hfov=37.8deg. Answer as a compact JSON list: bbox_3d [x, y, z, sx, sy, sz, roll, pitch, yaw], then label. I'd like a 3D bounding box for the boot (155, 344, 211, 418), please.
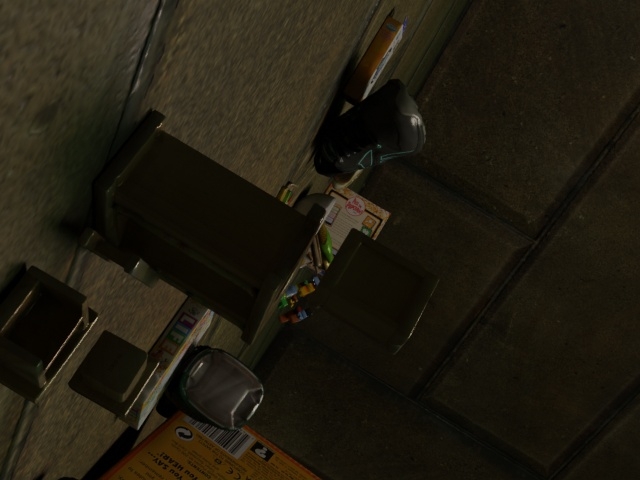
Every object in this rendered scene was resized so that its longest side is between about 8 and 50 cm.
[{"bbox_3d":[-0.181,0.189,1.312,0.099,0.045,0.121,-59,173,20],"label":"boot"}]

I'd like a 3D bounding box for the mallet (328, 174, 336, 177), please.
[{"bbox_3d":[0.032,-0.154,1.533,0.062,0.039,0.189,-59,-179,21],"label":"mallet"}]

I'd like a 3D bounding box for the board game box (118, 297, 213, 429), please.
[{"bbox_3d":[-0.168,0.128,1.038,0.154,0.026,0.103,-57,177,-29],"label":"board game box"}]

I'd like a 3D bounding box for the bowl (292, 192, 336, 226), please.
[{"bbox_3d":[-0.033,-0.021,1.585,0.142,0.053,0.142,-59,176,12],"label":"bowl"}]

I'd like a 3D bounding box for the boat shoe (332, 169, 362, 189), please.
[{"bbox_3d":[0.065,-0.156,1.966,0.135,0.050,0.045,-45,173,-34],"label":"boat shoe"}]

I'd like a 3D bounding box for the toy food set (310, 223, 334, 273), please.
[{"bbox_3d":[0.000,0.000,1.846,0.192,0.038,0.132,106,-27,-84],"label":"toy food set"}]

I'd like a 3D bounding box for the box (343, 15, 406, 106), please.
[{"bbox_3d":[0.077,-0.252,1.300,0.136,0.028,0.081,-61,177,1],"label":"box"}]

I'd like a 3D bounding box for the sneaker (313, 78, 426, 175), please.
[{"bbox_3d":[0.063,-0.137,1.277,0.106,0.101,0.267,-25,176,-15],"label":"sneaker"}]

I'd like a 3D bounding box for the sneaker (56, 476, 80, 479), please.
[{"bbox_3d":[-0.262,0.331,0.836,0.286,0.109,0.130,-58,-176,26],"label":"sneaker"}]

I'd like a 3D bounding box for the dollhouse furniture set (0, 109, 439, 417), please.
[{"bbox_3d":[-0.061,0.054,0.514,0.161,0.182,0.101,-58,177,-27],"label":"dollhouse furniture set"}]

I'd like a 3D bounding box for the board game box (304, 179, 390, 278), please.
[{"bbox_3d":[0.038,-0.011,1.991,0.193,0.147,0.045,-58,177,-13],"label":"board game box"}]

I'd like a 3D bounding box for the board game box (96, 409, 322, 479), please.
[{"bbox_3d":[-0.165,0.485,1.176,0.356,0.356,0.356,-59,171,21],"label":"board game box"}]

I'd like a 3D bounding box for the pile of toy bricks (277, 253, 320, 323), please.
[{"bbox_3d":[-0.080,0.113,1.893,0.105,0.118,0.212,-22,170,-25],"label":"pile of toy bricks"}]

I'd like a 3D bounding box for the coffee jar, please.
[{"bbox_3d":[-0.137,0.180,1.144,0.079,0.096,0.184,-53,-171,-16],"label":"coffee jar"}]

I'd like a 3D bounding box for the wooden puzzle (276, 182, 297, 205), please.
[{"bbox_3d":[-0.054,-0.047,1.305,0.078,0.014,0.116,-59,178,10],"label":"wooden puzzle"}]
